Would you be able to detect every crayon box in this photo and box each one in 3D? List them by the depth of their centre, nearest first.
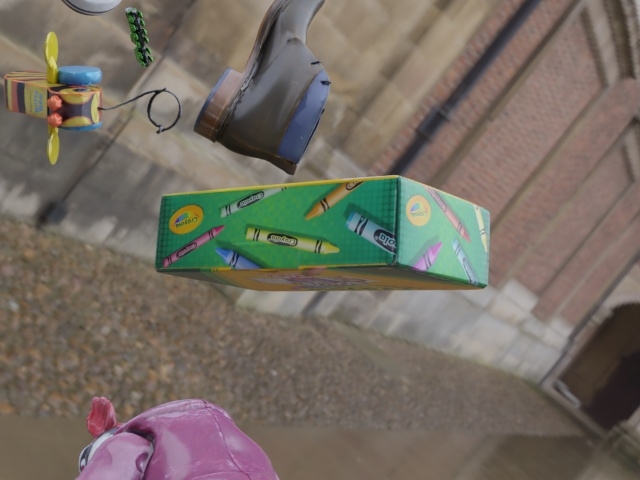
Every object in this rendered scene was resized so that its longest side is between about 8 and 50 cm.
[{"bbox_3d":[0.000,0.000,1.034,0.278,0.081,0.165,-3,-10,36],"label":"crayon box"}]

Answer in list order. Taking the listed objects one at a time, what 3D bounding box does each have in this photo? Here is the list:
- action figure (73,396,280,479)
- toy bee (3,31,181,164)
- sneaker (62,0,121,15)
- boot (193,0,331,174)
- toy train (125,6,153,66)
[{"bbox_3d":[-0.056,0.175,0.593,0.248,0.276,0.370,12,20,-38],"label":"action figure"},{"bbox_3d":[-0.394,-0.225,1.675,0.162,0.298,0.195,-27,103,-59],"label":"toy bee"},{"bbox_3d":[-0.354,-0.415,1.534,0.126,0.127,0.321,-2,56,-30],"label":"sneaker"},{"bbox_3d":[-0.023,-0.166,1.064,0.106,0.219,0.082,32,-17,2],"label":"boot"},{"bbox_3d":[-0.216,-0.241,1.284,0.023,0.017,0.083,43,-25,33],"label":"toy train"}]
